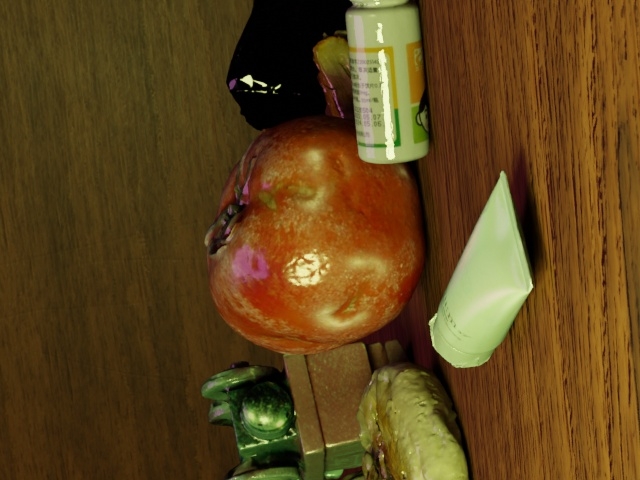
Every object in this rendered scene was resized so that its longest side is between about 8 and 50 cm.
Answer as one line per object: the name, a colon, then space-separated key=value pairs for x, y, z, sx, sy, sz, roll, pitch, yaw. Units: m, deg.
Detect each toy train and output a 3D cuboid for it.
toy train: x=-0.011 y=0.204 z=1.969 sx=0.304 sy=0.221 sz=0.150 roll=95 pitch=162 yaw=-73

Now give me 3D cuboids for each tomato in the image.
tomato: x=0.001 y=-0.004 z=1.646 sx=0.232 sy=0.188 sz=0.232 roll=-56 pitch=20 yaw=32

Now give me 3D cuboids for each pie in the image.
pie: x=0.091 y=0.268 z=1.671 sx=0.339 sy=0.077 sz=0.339 roll=173 pitch=90 yaw=-87

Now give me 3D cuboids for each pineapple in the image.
pineapple: x=0.041 y=-0.138 z=1.785 sx=0.116 sy=0.069 sz=0.137 roll=-112 pitch=5 yaw=-53

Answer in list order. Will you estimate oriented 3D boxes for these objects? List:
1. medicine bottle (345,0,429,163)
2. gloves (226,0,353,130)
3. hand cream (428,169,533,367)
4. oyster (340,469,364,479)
medicine bottle: x=0.055 y=-0.180 z=1.493 sx=0.092 sy=0.061 sz=0.221 roll=-49 pitch=-45 yaw=-70
gloves: x=-0.036 y=-0.254 z=1.929 sx=0.197 sy=0.152 sz=0.301 roll=61 pitch=-166 yaw=-65
hand cream: x=0.110 y=0.030 z=1.169 sx=0.205 sy=0.050 sz=0.078 roll=102 pitch=160 yaw=-67
oyster: x=0.032 y=0.362 z=1.968 sx=0.096 sy=0.221 sz=0.361 roll=46 pitch=-162 yaw=-11
